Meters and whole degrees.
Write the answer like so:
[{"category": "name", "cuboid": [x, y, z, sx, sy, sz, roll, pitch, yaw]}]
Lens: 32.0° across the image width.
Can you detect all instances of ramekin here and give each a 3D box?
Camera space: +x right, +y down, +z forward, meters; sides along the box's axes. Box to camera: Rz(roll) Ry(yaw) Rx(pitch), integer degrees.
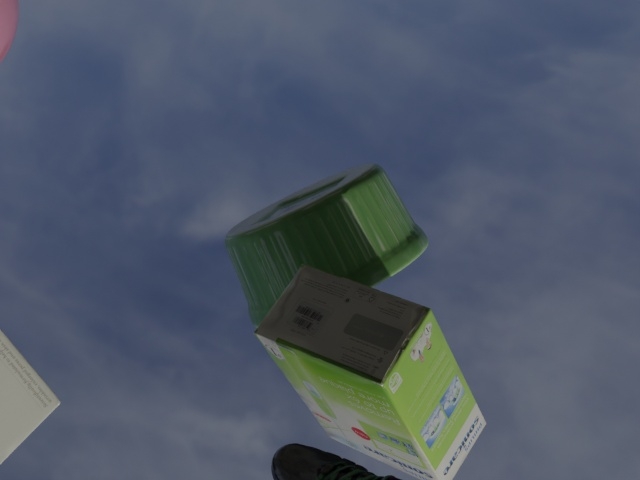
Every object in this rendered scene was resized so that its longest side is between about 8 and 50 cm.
[{"category": "ramekin", "cuboid": [0.000, 0.000, 1.724, 0.303, 0.148, 0.303, -25, -172, 4]}]

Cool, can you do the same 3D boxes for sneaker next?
[{"category": "sneaker", "cuboid": [0.048, 0.253, 1.133, 0.223, 0.098, 0.083, 28, -134, 24]}]

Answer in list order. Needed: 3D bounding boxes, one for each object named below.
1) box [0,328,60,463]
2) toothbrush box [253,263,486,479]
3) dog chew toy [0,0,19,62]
[{"category": "box", "cuboid": [-0.468, 0.204, 1.418, 0.119, 0.181, 0.182, -9, -149, 50]}, {"category": "toothbrush box", "cuboid": [0.071, 0.180, 1.454, 0.206, 0.283, 0.122, 19, -116, 35]}, {"category": "dog chew toy", "cuboid": [-0.321, -0.096, 0.718, 0.332, 0.206, 0.206, -37, -158, 26]}]
